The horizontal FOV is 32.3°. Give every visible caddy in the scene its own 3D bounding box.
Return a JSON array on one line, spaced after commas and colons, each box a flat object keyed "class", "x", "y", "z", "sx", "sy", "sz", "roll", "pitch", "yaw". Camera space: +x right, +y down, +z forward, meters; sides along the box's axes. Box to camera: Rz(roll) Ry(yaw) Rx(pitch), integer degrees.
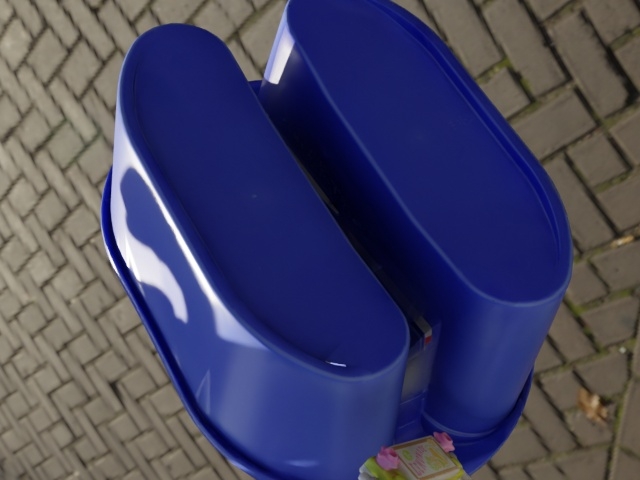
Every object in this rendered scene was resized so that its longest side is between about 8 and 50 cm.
[{"class": "caddy", "x": 0.000, "y": 0.000, "z": 0.710, "sx": 0.341, "sy": 0.241, "sz": 0.179, "roll": 58, "pitch": 156, "yaw": 27}]

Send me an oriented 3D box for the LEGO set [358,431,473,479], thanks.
[{"class": "LEGO set", "x": 0.065, "y": 0.175, "z": 0.567, "sx": 0.107, "sy": 0.132, "sz": 0.287, "roll": 47, "pitch": 179, "yaw": 24}]
